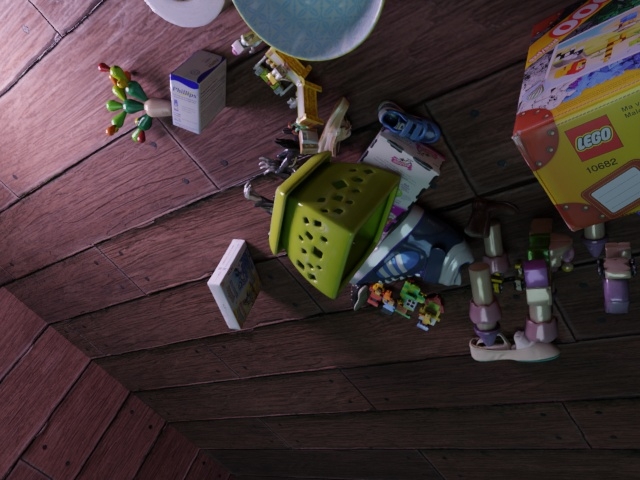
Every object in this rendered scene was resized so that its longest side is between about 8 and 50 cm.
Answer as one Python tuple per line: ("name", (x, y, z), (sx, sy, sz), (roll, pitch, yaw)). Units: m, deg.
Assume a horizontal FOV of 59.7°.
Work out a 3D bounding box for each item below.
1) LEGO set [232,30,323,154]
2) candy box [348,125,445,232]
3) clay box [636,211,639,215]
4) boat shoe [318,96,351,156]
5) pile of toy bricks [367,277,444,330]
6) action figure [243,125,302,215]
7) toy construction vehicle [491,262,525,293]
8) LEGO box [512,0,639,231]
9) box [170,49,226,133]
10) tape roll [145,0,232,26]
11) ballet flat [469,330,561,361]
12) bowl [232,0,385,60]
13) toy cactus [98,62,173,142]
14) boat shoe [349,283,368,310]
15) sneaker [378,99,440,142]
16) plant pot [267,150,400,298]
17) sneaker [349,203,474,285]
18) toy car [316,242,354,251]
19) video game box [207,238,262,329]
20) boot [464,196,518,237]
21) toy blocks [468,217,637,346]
("LEGO set", (-0.078, -0.307, 1.188), (0.107, 0.132, 0.287), (-26, 95, 48))
("candy box", (0.154, -0.142, 1.284), (0.159, 0.071, 0.233), (33, 139, -5))
("clay box", (0.707, -0.114, 1.053), (0.127, 0.053, 0.222), (33, 139, -8))
("boat shoe", (0.041, -0.249, 1.244), (0.059, 0.063, 0.170), (25, 148, -3))
("pile of toy bricks", (0.239, 0.155, 1.535), (0.212, 0.118, 0.105), (26, 107, 13))
("action figure", (-0.103, -0.143, 1.354), (0.141, 0.164, 0.276), (17, 129, -4))
("toy construction vehicle", (0.469, 0.091, 1.399), (0.086, 0.035, 0.098), (6, 133, 36))
("LEGO box", (0.547, -0.266, 0.740), (0.500, 0.372, 0.193), (-22, 120, 40))
("box", (-0.274, -0.336, 1.259), (0.072, 0.126, 0.137), (21, 138, 8))
("tape roll", (-0.268, -0.538, 1.093), (0.219, 0.072, 0.219), (13, 136, 13))
("ballet flat", (0.528, 0.291, 1.540), (0.248, 0.086, 0.086), (-14, 125, 37))
("bowl", (-0.007, -0.479, 0.959), (0.289, 0.156, 0.289), (13, 137, 13))
("toy cactus", (-0.455, -0.332, 1.385), (0.180, 0.112, 0.219), (5, 127, 8))
("boat shoe", (0.110, 0.160, 1.637), (0.042, 0.049, 0.133), (42, 152, 25))
("sneaker", (0.184, -0.241, 1.174), (0.144, 0.059, 0.053), (24, 122, 0))
("plant pot", (0.018, -0.049, 1.236), (0.207, 0.228, 0.227), (29, 139, 14))
("sneaker", (0.235, 0.072, 1.416), (0.236, 0.130, 0.323), (37, 132, -6))
("toy car", (0.000, 0.000, 1.460), (0.188, 0.155, 0.149), (34, 139, 10))
("video game box", (-0.251, 0.132, 1.677), (0.048, 0.187, 0.205), (5, 135, 22))
("boot", (0.381, -0.041, 1.241), (0.106, 0.114, 0.037), (13, 137, 14))
("toy blocks", (0.492, 0.117, 1.195), (0.309, 0.288, 0.260), (-3, 114, 26))
